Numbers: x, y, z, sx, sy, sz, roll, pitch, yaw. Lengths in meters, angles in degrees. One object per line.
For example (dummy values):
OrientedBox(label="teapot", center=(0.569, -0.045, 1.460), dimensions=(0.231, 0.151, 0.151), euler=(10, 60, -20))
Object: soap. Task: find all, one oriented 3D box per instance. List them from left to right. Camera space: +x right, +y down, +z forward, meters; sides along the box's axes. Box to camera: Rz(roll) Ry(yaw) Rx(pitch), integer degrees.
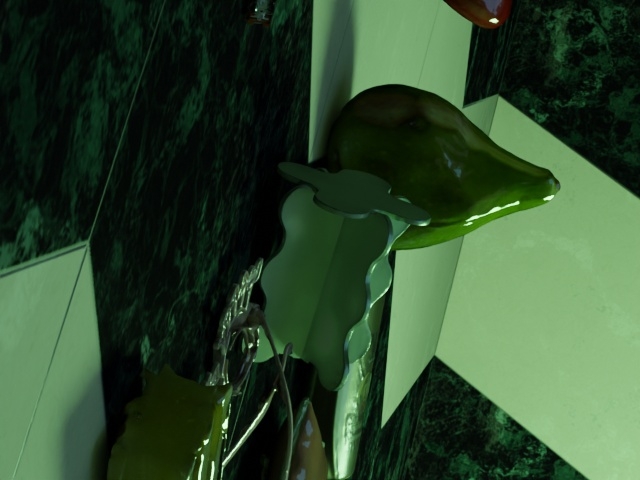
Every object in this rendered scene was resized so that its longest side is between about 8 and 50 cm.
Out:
OrientedBox(label="soap", center=(-0.133, 0.232, 1.391), dimensions=(0.135, 0.076, 0.233), euler=(-63, 164, -56))

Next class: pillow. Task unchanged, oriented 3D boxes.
OrientedBox(label="pillow", center=(-0.038, 0.288, 1.991), dimensions=(0.179, 0.075, 0.171), euler=(83, 21, -64))

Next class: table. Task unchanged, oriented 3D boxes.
OrientedBox(label="table", center=(0.006, 0.039, 1.746), dimensions=(0.166, 0.166, 0.198), euler=(-48, 156, -71))

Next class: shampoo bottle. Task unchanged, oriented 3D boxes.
OrientedBox(label="shampoo bottle", center=(0.031, 0.127, 2.168), dimensions=(0.125, 0.084, 0.350), euler=(-19, 120, -76))

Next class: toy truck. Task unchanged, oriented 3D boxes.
OrientedBox(label="toy truck", center=(-0.047, -0.227, 1.460), dimensions=(0.032, 0.024, 0.083), euler=(-123, -136, -72))

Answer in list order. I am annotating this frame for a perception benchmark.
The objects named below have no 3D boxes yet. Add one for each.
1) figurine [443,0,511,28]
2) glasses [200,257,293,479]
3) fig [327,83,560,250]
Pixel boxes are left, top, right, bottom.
OrientedBox(label="figurine", center=(0.118, -0.387, 1.675), dimensions=(0.261, 0.211, 0.270), euler=(-53, -131, 37))
OrientedBox(label="glasses", center=(-0.072, 0.148, 1.591), dimensions=(0.162, 0.095, 0.255), euler=(71, 29, -56))
OrientedBox(label="fig", center=(0.144, -0.071, 1.997), dimensions=(0.206, 0.275, 0.206), euler=(13, 90, -82))
